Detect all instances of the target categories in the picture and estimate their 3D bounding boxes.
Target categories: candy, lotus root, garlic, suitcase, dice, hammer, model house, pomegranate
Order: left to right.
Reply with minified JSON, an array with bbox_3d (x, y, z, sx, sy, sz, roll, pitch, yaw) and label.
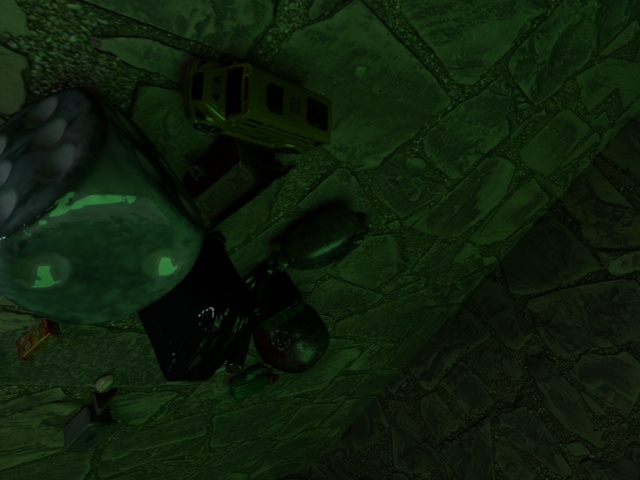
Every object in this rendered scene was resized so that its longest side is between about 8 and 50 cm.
[{"bbox_3d":[-0.772,0.271,1.256,0.122,0.062,0.038,-41,146,5],"label":"candy"},{"bbox_3d":[-0.458,-0.061,0.908,0.330,0.328,0.348,-34,144,-4],"label":"dice"},{"bbox_3d":[-0.736,0.490,1.561,0.053,0.041,0.083,-21,152,-41],"label":"garlic"},{"bbox_3d":[-0.353,0.181,1.263,0.339,0.345,0.188,-51,146,17],"label":"suitcase"},{"bbox_3d":[-0.224,-0.160,1.170,0.294,0.154,0.207,-33,-168,23],"label":"model house"},{"bbox_3d":[-0.211,0.221,1.398,0.168,0.440,0.044,-31,115,22],"label":"hammer"},{"bbox_3d":[-0.087,0.353,1.751,0.323,0.291,0.291,-3,135,-53],"label":"pomegranate"},{"bbox_3d":[-0.001,-0.001,1.516,0.349,0.175,0.175,-24,143,-11],"label":"lotus root"}]

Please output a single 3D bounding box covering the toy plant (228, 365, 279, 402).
[{"bbox_3d":[-0.295,0.628,2.047,0.240,0.088,0.154,-27,130,-25],"label":"toy plant"}]

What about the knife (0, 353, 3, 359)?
[{"bbox_3d":[-0.885,0.299,1.238,0.027,0.010,0.096,-23,143,-18],"label":"knife"}]

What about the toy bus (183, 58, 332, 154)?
[{"bbox_3d":[-0.130,-0.298,1.025,0.331,0.151,0.145,7,84,-44],"label":"toy bus"}]

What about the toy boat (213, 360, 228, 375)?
[{"bbox_3d":[-0.406,0.477,1.781,0.227,0.085,0.155,-15,139,-28],"label":"toy boat"}]

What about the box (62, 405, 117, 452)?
[{"bbox_3d":[-0.828,0.667,1.637,0.172,0.093,0.124,-43,144,9],"label":"box"}]

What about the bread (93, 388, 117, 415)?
[{"bbox_3d":[-0.763,0.554,1.598,0.062,0.109,0.043,25,117,-3],"label":"bread"}]

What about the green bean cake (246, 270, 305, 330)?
[{"bbox_3d":[-0.164,0.207,1.599,0.181,0.173,0.094,-31,144,-11],"label":"green bean cake"}]
